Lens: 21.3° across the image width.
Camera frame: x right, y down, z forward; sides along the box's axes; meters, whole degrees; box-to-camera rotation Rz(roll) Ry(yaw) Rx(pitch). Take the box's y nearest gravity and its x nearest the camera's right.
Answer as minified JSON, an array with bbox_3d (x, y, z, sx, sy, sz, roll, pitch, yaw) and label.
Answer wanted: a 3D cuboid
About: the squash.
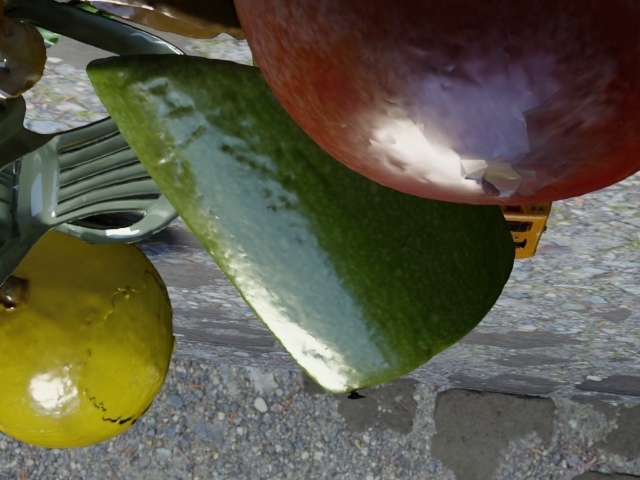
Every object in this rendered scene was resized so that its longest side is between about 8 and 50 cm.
[{"bbox_3d":[0.015,-0.058,1.057,0.111,0.203,0.288,-5,129,42],"label":"squash"}]

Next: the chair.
[{"bbox_3d":[-0.230,-0.050,1.216,0.191,0.275,0.203,26,131,22],"label":"chair"}]

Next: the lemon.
[{"bbox_3d":[-0.313,0.111,2.049,0.297,0.297,0.297,6,168,1],"label":"lemon"}]

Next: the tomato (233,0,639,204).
[{"bbox_3d":[0.087,-0.134,0.820,0.265,0.264,0.265,6,168,1],"label":"tomato"}]

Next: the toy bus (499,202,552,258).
[{"bbox_3d":[0.174,-0.036,1.587,0.083,0.088,0.194,4,167,4],"label":"toy bus"}]

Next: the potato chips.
[{"bbox_3d":[-0.145,-0.180,1.119,0.208,0.061,0.195,17,-174,13],"label":"potato chips"}]

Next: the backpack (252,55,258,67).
[{"bbox_3d":[0.087,-0.138,1.072,0.253,0.140,0.207,2,168,-12],"label":"backpack"}]

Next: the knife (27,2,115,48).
[{"bbox_3d":[-0.208,-0.173,1.326,0.054,0.015,0.212,25,160,-35],"label":"knife"}]

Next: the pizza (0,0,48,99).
[{"bbox_3d":[-0.313,-0.193,1.031,0.336,0.086,0.226,25,140,12],"label":"pizza"}]
